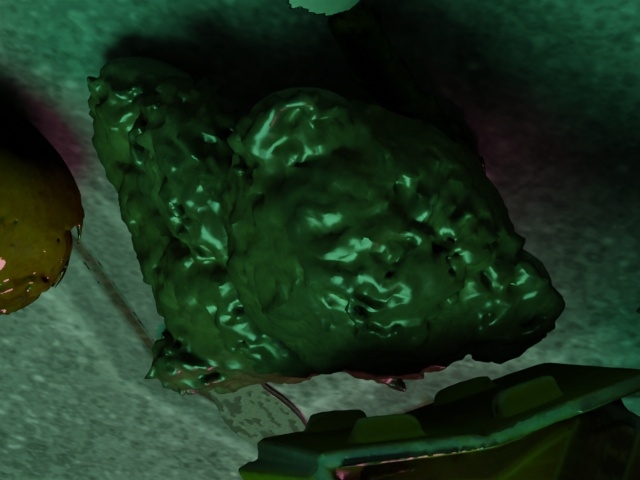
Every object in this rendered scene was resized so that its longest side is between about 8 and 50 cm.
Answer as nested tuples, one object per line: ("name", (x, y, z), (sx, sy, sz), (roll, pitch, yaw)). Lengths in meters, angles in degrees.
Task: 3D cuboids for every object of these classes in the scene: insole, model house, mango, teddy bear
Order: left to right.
("mango", (-0.261, -0.031, 0.971), (0.248, 0.151, 0.156), (19, 176, -20))
("insole", (-0.058, 0.116, 1.228), (0.065, 0.006, 0.193), (-7, 142, 27))
("teddy bear", (0.000, 0.000, 0.865), (0.267, 0.156, 0.256), (35, 151, -19))
("model house", (0.109, 0.219, 0.788), (0.323, 0.340, 0.300), (23, 171, -10))

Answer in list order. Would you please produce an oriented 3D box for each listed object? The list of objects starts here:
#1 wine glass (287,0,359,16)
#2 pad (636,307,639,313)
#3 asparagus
("wine glass", (0.043, -0.175, 0.688), (0.093, 0.093, 0.202), (26, 143, -20))
("pad", (0.306, 0.042, 1.006), (0.190, 0.004, 0.127), (17, 146, -7))
("asparagus", (0.052, -0.069, 0.898), (0.036, 0.030, 0.165), (-10, 141, 30))
